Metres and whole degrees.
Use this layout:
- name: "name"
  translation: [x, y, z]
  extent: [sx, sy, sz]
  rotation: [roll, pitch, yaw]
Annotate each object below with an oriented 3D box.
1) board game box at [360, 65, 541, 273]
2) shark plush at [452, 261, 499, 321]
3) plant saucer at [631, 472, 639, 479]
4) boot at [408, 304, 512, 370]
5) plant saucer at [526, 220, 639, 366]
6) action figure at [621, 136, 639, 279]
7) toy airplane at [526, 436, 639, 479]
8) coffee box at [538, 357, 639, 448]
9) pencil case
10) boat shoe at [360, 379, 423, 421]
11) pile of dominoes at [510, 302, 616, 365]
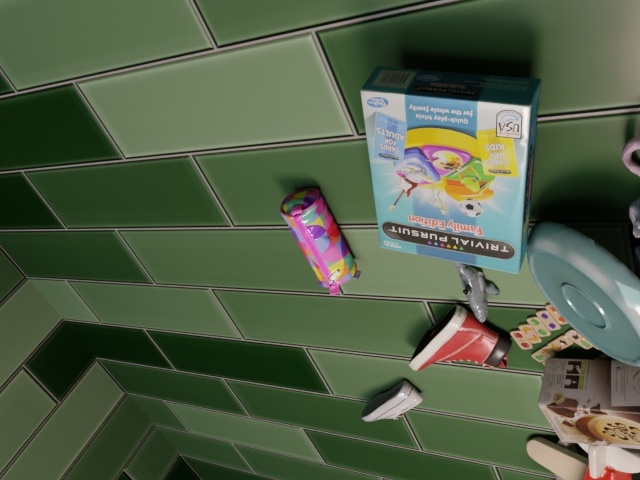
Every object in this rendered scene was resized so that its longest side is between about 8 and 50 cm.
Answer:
- name: "board game box"
  translation: [0.213, -0.108, 1.092]
  extent: [0.254, 0.079, 0.336]
  rotation: [11, 137, 24]
- name: "shark plush"
  translation: [0.310, 0.089, 1.356]
  extent: [0.073, 0.067, 0.161]
  rotation: [2, 133, 33]
- name: "plant saucer"
  translation: [0.813, 0.609, 1.599]
  extent: [0.195, 0.037, 0.194]
  rotation: [18, 140, 16]
- name: "boot"
  translation: [0.320, 0.264, 1.528]
  extent: [0.176, 0.088, 0.244]
  rotation: [32, 139, -2]
- name: "plant saucer"
  translation: [0.463, 0.102, 1.142]
  extent: [0.317, 0.044, 0.317]
  rotation: [50, 173, 8]
- name: "action figure"
  translation: [0.649, -0.020, 0.964]
  extent: [0.371, 0.275, 0.248]
  rotation: [-10, 163, 20]
- name: "toy airplane"
  translation: [0.664, 0.578, 1.500]
  extent: [0.273, 0.386, 0.384]
  rotation: [5, 143, -30]
- name: "coffee box"
  translation: [0.617, 0.331, 1.343]
  extent: [0.297, 0.118, 0.168]
  rotation: [-6, 137, 37]
- name: "pencil case"
  translation: [0.000, 0.000, 1.449]
  extent: [0.105, 0.104, 0.236]
  rotation: [-3, 129, 37]
- name: "boat shoe"
  translation: [0.192, 0.458, 1.823]
  extent: [0.076, 0.083, 0.226]
  rotation: [38, 141, -5]
- name: "pile of dominoes"
  translation: [0.516, 0.211, 1.370]
  extent: [0.196, 0.040, 0.251]
  rotation: [33, 142, -1]
